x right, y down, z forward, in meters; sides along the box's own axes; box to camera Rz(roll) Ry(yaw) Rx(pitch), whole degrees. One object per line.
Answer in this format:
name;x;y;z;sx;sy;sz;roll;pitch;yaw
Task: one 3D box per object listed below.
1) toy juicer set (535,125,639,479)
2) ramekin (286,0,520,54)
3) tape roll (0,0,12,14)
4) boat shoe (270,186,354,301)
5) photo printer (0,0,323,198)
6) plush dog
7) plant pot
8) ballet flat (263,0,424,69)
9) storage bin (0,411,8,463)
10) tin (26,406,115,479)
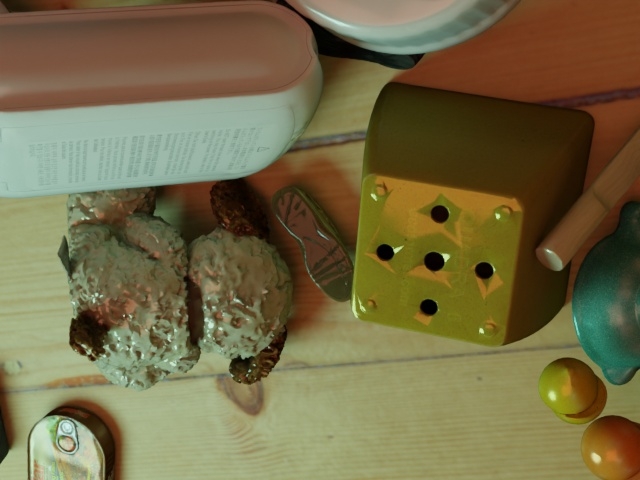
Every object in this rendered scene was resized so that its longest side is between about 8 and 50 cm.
toy juicer set;0.264;0.071;1.123;0.089;0.209;0.329;3;114;58
ramekin;0.065;-0.300;1.051;0.277;0.135;0.277;3;101;14
tape roll;-0.401;-0.163;1.260;0.219;0.072;0.219;-2;77;7
boat shoe;0.000;0.000;1.260;0.050;0.045;0.135;-28;95;18
photo printer;-0.154;-0.127;1.114;0.308;0.256;0.107;-6;76;-13
plush dog;-0.142;0.054;1.265;0.225;0.210;0.262;-8;108;-3
plant pot;0.125;-0.013;1.134;0.212;0.187;0.212;11;112;15
ballet flat;0.023;-0.208;1.182;0.173;0.049;0.057;17;157;13
storage bin;-0.441;0.229;1.473;0.091;0.098;0.135;-5;108;9
tin;-0.305;0.290;1.477;0.106;0.040;0.189;10;112;11
